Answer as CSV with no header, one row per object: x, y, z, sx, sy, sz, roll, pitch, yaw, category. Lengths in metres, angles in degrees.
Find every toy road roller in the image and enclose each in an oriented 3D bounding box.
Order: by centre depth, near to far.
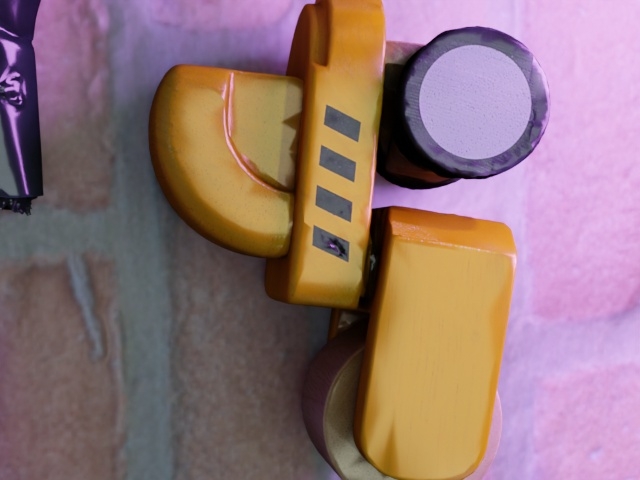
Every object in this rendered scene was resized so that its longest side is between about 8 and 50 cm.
0.000,0.000,1.037,0.240,0.202,0.329,6,89,-7,toy road roller

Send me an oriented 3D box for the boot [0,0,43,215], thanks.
-0.285,-0.120,0.976,0.246,0.094,0.207,5,91,-25,boot
